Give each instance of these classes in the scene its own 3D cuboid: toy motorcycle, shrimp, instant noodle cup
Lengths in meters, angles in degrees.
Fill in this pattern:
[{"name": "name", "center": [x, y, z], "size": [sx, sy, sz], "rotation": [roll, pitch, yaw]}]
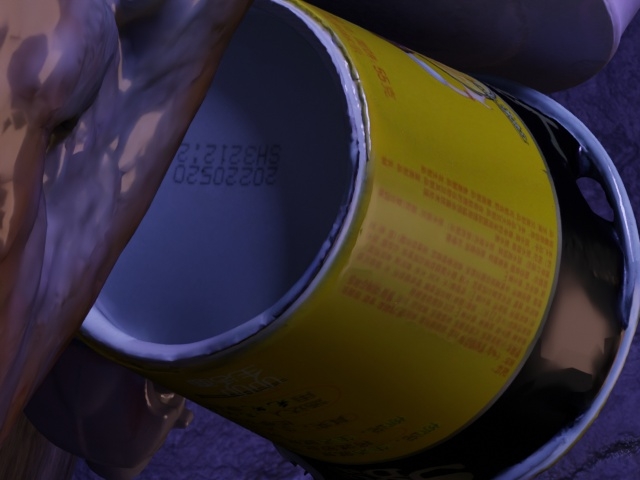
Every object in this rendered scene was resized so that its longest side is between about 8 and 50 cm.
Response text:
[{"name": "toy motorcycle", "center": [-0.090, 0.011, 0.906], "size": [0.171, 0.110, 0.260], "rotation": [-50, 153, -70]}, {"name": "shrimp", "center": [-0.038, -0.081, 0.355], "size": [0.168, 0.077, 0.317], "rotation": [-77, -173, -72]}, {"name": "instant noodle cup", "center": [0.000, 0.000, 0.757], "size": [0.236, 0.215, 0.216], "rotation": [24, 80, -59]}]

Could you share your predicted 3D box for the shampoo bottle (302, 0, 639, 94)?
[{"name": "shampoo bottle", "center": [0.071, -0.228, 0.883], "size": [0.273, 0.273, 0.266], "rotation": [121, -9, -76]}]
